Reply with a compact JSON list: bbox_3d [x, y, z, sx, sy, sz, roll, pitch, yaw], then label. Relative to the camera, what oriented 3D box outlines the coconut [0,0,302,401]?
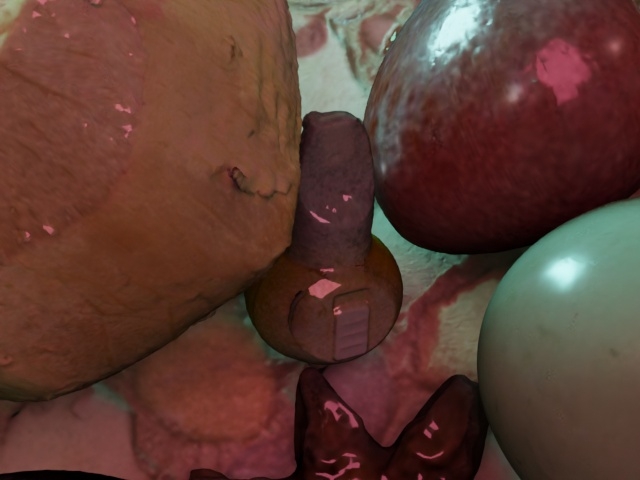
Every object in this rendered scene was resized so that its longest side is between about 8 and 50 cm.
[{"bbox_3d":[-0.191,-0.077,1.112,0.404,0.404,0.404,1,73,-3],"label":"coconut"}]

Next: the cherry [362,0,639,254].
[{"bbox_3d":[0.155,-0.113,1.197,0.285,0.236,0.213,-33,92,14],"label":"cherry"}]

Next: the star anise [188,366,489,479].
[{"bbox_3d":[0.044,0.240,1.148,0.315,0.108,0.315,0,67,0],"label":"star anise"}]

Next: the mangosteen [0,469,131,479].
[{"bbox_3d":[-0.131,0.301,0.906,0.382,0.435,0.382,16,60,-30],"label":"mangosteen"}]

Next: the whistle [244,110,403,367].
[{"bbox_3d":[0.000,0.000,1.187,0.123,0.223,0.123,1,32,0],"label":"whistle"}]

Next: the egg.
[{"bbox_3d":[0.295,0.109,1.112,0.389,0.276,0.276,14,72,-13],"label":"egg"}]
